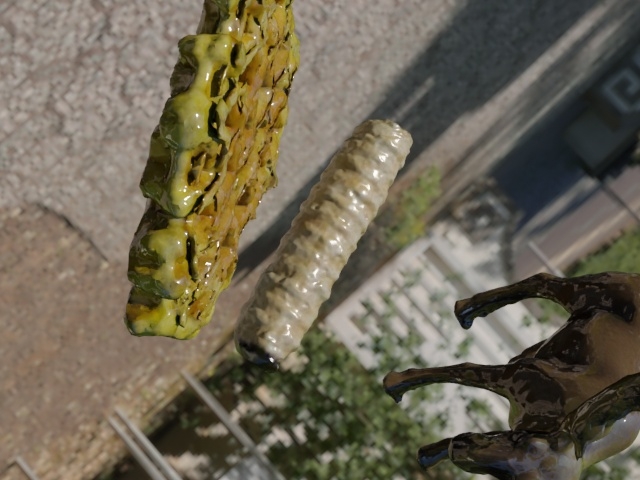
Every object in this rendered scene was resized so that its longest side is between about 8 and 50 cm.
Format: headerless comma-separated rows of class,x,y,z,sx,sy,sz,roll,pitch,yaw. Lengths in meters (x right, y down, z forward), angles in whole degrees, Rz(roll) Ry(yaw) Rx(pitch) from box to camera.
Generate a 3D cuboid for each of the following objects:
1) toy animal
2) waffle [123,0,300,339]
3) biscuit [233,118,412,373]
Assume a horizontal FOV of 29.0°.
toy animal,0.118,0.077,0.584,0.186,0.093,0.214,-1,-150,42
waffle,-0.065,-0.057,0.826,0.291,0.051,0.291,16,90,-85
biscuit,0.000,0.000,0.954,0.219,0.055,0.061,-58,-168,-12
